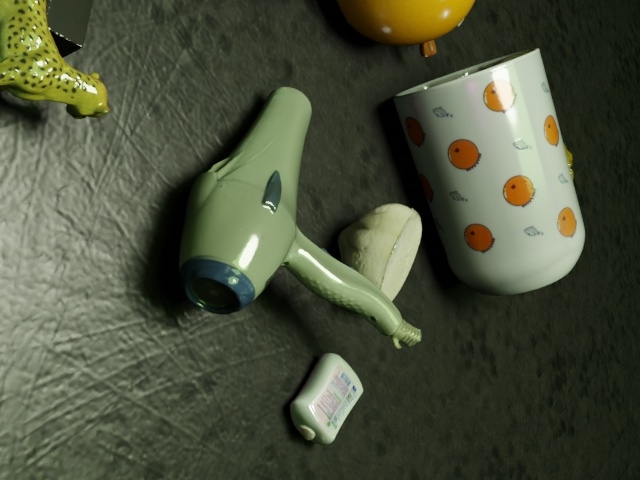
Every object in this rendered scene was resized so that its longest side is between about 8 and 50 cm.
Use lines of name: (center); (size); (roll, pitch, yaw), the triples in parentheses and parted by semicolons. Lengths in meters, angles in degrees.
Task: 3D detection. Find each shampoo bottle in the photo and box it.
shampoo bottle: (0.004, 0.191, 0.881); (0.072, 0.043, 0.099); (56, 48, -23)

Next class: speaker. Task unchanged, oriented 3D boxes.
speaker: (-0.236, -0.271, 0.715); (0.046, 0.040, 0.191); (24, 65, -43)

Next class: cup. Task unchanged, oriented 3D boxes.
cup: (0.253, -0.092, 1.084); (0.212, 0.212, 0.317); (-30, 105, -46)

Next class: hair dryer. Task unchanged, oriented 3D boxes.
hair dryer: (-0.017, -0.038, 0.843); (0.298, 0.119, 0.295); (18, 56, -34)

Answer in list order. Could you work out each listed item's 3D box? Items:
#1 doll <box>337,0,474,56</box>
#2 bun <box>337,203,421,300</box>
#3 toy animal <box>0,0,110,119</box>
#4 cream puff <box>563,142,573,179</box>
doll: (0.131, -0.343, 1.023); (0.236, 0.214, 0.213); (57, 45, -42)
bun: (0.066, 0.014, 0.953); (0.138, 0.094, 0.138); (-56, 157, -38)
toy animal: (-0.261, -0.187, 0.626); (0.136, 0.073, 0.181); (-12, 86, -26)
cream puff: (0.376, -0.113, 1.276); (0.121, 0.156, 0.156); (-34, 110, -13)
